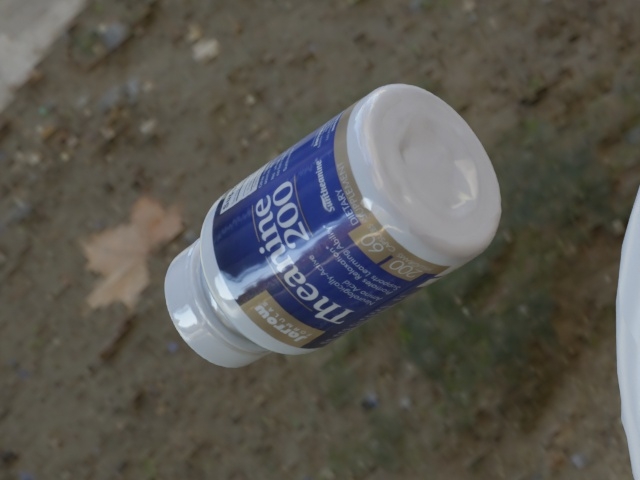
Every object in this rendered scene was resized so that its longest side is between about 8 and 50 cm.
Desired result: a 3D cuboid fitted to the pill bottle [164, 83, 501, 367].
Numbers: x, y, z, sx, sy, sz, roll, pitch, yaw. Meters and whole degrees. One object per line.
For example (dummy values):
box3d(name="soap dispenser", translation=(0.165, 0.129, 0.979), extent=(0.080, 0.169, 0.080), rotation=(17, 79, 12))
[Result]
box3d(name="pill bottle", translation=(0.000, 0.000, 0.695), extent=(0.120, 0.067, 0.067), rotation=(-33, 42, 39))

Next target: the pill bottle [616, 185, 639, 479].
box3d(name="pill bottle", translation=(0.282, 0.000, 0.512), extent=(0.392, 0.224, 0.224), rotation=(-19, 35, -38))
